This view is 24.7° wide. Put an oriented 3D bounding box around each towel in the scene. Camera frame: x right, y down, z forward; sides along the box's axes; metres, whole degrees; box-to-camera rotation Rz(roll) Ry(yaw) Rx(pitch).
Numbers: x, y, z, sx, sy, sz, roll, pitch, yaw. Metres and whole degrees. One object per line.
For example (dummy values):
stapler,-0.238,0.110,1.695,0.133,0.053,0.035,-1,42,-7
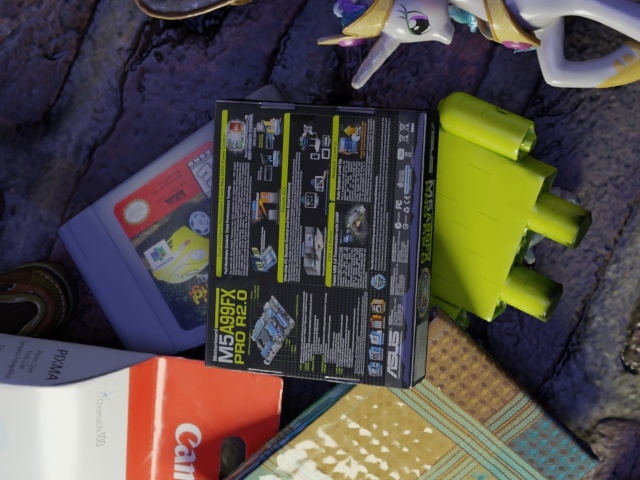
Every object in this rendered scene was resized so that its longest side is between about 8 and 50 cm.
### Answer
towel,0.070,0.263,1.540,0.370,0.040,0.271,-42,112,14

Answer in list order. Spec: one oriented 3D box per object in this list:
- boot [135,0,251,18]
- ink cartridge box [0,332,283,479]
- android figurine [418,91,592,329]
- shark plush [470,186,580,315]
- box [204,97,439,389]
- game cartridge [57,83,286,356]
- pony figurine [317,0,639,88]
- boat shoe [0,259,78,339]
boot,-0.037,-0.268,1.382,0.236,0.269,0.089,-22,97,11
ink cartridge box,-0.245,0.255,1.540,0.385,0.091,0.308,8,123,2
android figurine,0.129,-0.029,1.477,0.273,0.056,0.248,28,116,18
shark plush,0.204,0.014,1.516,0.067,0.073,0.161,22,98,-29
box,0.000,0.000,1.429,0.216,0.060,0.270,4,96,18
game cartridge,-0.116,-0.003,1.525,0.294,0.060,0.196,-33,88,18
pony figurine,0.190,-0.298,1.323,0.363,0.303,0.351,5,90,-1
boat shoe,-0.415,0.107,1.584,0.307,0.104,0.110,-28,97,12
